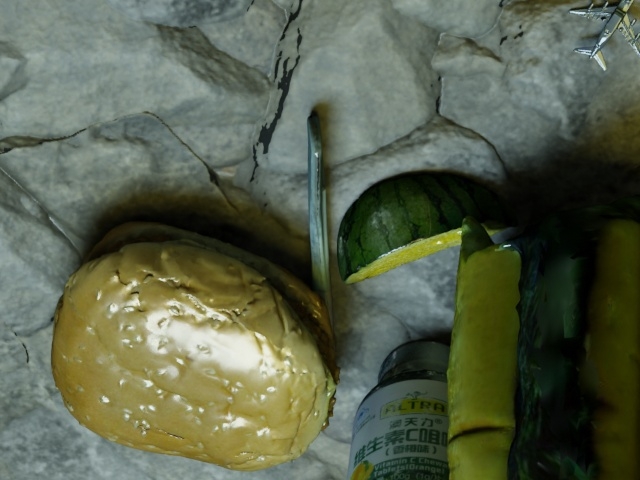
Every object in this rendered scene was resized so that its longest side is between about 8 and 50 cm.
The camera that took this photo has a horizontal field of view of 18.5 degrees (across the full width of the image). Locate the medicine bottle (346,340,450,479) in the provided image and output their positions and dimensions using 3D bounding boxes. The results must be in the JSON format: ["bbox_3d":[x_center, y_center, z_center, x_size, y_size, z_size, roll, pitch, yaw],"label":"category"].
[{"bbox_3d":[0.096,0.224,1.875,0.141,0.293,0.141,3,126,4],"label":"medicine bottle"}]

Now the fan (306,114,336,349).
[{"bbox_3d":[0.000,0.000,1.882,0.023,0.057,0.282,-5,132,-3],"label":"fan"}]

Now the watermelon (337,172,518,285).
[{"bbox_3d":[0.082,-0.020,1.859,0.181,0.075,0.092,-22,165,21],"label":"watermelon"}]

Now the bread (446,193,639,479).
[{"bbox_3d":[0.224,0.149,1.740,0.208,0.377,0.251,-16,152,32],"label":"bread"}]

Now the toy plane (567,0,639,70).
[{"bbox_3d":[0.256,-0.190,1.724,0.078,0.024,0.084,33,125,4],"label":"toy plane"}]

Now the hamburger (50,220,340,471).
[{"bbox_3d":[-0.120,0.112,1.897,0.283,0.145,0.259,12,127,1],"label":"hamburger"}]
